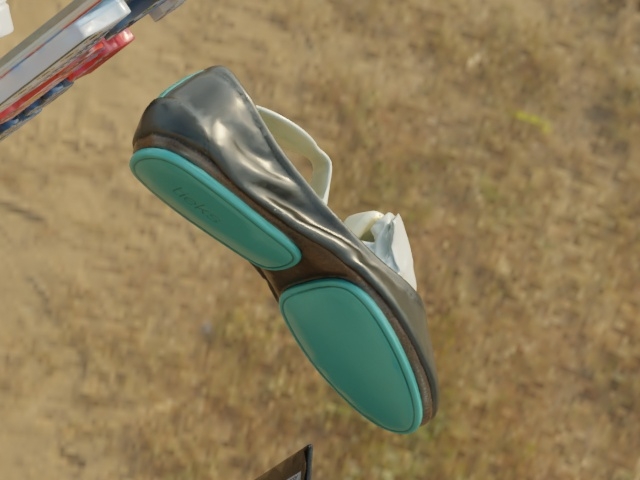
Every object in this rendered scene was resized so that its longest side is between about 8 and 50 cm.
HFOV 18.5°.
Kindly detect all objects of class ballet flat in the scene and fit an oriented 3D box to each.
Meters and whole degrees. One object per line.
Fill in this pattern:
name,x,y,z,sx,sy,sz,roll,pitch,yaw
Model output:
ballet flat,0.000,0.000,1.213,0.095,0.280,0.096,-6,44,46

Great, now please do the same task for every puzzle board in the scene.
puzzle board,-0.078,-0.046,0.547,0.011,0.128,0.096,54,27,-4

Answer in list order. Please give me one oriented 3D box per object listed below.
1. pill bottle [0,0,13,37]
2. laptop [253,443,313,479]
pill bottle,-0.268,-0.220,1.373,0.094,0.169,0.094,-12,15,3
laptop,-0.002,0.338,1.664,0.264,0.234,0.136,45,59,-2
